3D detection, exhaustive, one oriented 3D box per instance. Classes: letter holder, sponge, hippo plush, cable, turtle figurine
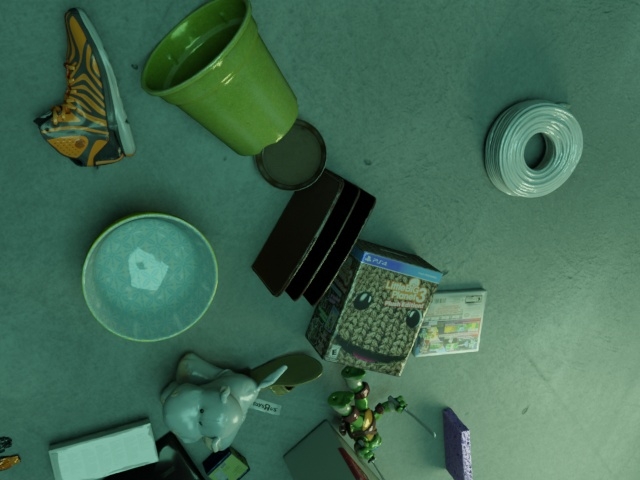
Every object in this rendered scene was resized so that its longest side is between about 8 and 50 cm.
[{"bbox_3d":[0.000,0.000,1.779,0.152,0.214,0.302,27,96,-25],"label":"letter holder"},{"bbox_3d":[0.389,0.594,2.171,0.031,0.117,0.210,-12,112,-15],"label":"sponge"},{"bbox_3d":[-0.247,0.410,1.771,0.294,0.236,0.234,9,100,1],"label":"hippo plush"},{"bbox_3d":[0.550,-0.233,1.973,0.257,0.089,0.257,2,107,-21],"label":"cable"},{"bbox_3d":[0.148,0.456,1.950,0.197,0.274,0.266,-37,123,-12],"label":"turtle figurine"}]

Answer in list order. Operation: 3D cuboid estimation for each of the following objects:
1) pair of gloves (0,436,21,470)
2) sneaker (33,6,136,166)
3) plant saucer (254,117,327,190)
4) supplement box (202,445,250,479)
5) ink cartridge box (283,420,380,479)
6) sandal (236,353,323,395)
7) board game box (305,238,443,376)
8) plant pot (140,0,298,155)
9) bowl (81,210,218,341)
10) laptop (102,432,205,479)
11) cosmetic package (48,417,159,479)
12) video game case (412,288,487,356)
[{"bbox_3d":[-0.747,0.499,1.785,0.074,0.010,0.083,-19,110,-12],"label":"pair of gloves"},{"bbox_3d":[-0.501,-0.295,1.550,0.180,0.124,0.321,-19,113,-15],"label":"sneaker"},{"bbox_3d":[-0.067,-0.197,1.762,0.168,0.029,0.169,0,93,5],"label":"plant saucer"},{"bbox_3d":[-0.242,0.580,1.970,0.083,0.056,0.083,-43,116,-2],"label":"supplement box"},{"bbox_3d":[0.104,0.705,2.013,0.160,0.279,0.385,-40,116,-3],"label":"ink cartridge box"},{"bbox_3d":[-0.113,0.357,1.948,0.240,0.088,0.079,-12,142,-9],"label":"sandal"},{"bbox_3d":[0.131,0.164,1.922,0.232,0.141,0.291,15,102,-24],"label":"board game box"},{"bbox_3d":[-0.185,-0.323,1.601,0.276,0.276,0.254,-45,128,-1],"label":"plant pot"},{"bbox_3d":[-0.383,0.061,1.692,0.289,0.156,0.290,-6,109,-19],"label":"bowl"},{"bbox_3d":[-0.418,0.762,1.988,0.382,0.236,0.408,-35,87,-7],"label":"laptop"},{"bbox_3d":[-0.517,0.508,1.834,0.239,0.060,0.099,-12,96,-16],"label":"cosmetic package"},{"bbox_3d":[0.352,0.224,2.089,0.201,0.023,0.184,-2,108,-21],"label":"video game case"}]
